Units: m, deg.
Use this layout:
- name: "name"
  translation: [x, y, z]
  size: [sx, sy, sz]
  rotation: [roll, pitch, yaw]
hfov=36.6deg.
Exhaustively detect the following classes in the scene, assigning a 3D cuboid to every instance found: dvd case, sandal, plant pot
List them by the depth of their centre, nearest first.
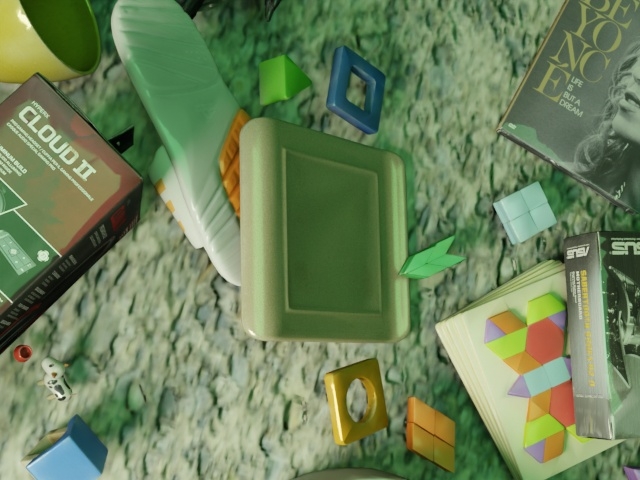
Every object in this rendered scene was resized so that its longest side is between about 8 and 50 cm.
- name: "plant pot"
  translation: [-0.262, -0.186, 0.814]
  size: [0.095, 0.134, 0.134]
  rotation: [-19, 86, 15]
- name: "sandal"
  translation: [-0.110, -0.086, 0.843]
  size: [0.102, 0.076, 0.265]
  rotation: [-31, 101, -36]
- name: "dvd case"
  translation: [0.293, -0.159, 0.958]
  size: [0.164, 0.018, 0.221]
  rotation: [31, 78, -5]

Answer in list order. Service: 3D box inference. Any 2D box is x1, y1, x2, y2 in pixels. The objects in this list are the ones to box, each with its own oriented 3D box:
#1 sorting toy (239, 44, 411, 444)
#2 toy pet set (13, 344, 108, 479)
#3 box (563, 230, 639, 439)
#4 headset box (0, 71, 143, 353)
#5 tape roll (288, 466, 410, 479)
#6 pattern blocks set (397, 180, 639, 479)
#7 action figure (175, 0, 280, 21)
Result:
- name: "sorting toy"
  translation: [0.000, 0.000, 0.841]
  size: [0.196, 0.047, 0.348]
  rotation: [7, 78, -47]
- name: "toy pet set"
  translation: [-0.232, 0.155, 0.773]
  size: [0.114, 0.065, 0.122]
  rotation: [54, 48, -15]
- name: "box"
  translation: [0.339, 0.084, 0.894]
  size: [0.231, 0.056, 0.183]
  rotation: [1, 82, -21]
- name: "headset box"
  translation: [-0.253, 0.012, 0.732]
  size: [0.110, 0.218, 0.293]
  rotation: [45, 77, -4]
- name: "tape roll"
  translation: [0.030, 0.336, 0.802]
  size: [0.286, 0.100, 0.286]
  rotation: [1, 83, -11]
- name: "pattern blocks set"
  translation: [0.205, 0.124, 0.889]
  size: [0.285, 0.026, 0.325]
  rotation: [-36, 93, -17]
- name: "action figure"
  translation: [-0.117, -0.279, 0.842]
  size: [0.275, 0.141, 0.164]
  rotation: [21, 69, -34]
